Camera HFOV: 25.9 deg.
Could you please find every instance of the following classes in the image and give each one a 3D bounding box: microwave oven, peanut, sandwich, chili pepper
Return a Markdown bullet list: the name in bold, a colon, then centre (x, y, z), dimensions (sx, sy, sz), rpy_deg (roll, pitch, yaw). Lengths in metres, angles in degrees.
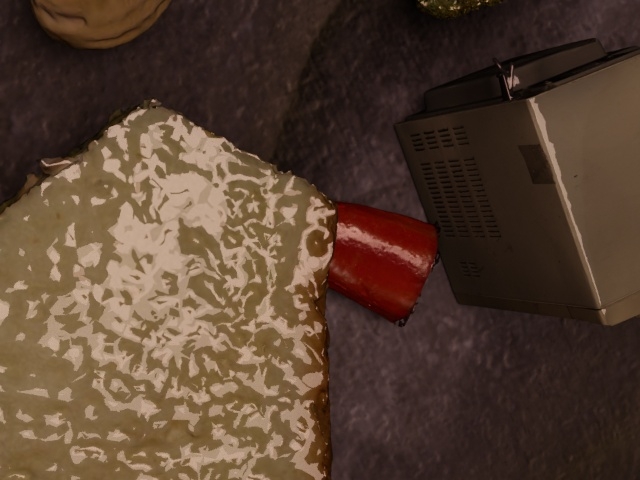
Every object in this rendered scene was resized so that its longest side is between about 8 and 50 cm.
- **microwave oven**: centre (0.178, -0.049, 1.019), dimensions (0.145, 0.240, 0.194), rpy_deg (-19, 96, -16)
- **peanut**: centre (-0.113, -0.242, 0.991), dimensions (0.123, 0.123, 0.257), rpy_deg (46, 72, -13)
- **sandwich**: centre (-0.120, 0.067, 0.963), dimensions (0.262, 0.131, 0.325), rpy_deg (-1, 92, -6)
- **chili pepper**: centre (-0.002, 0.003, 1.061), dimensions (0.169, 0.065, 0.088), rpy_deg (19, 107, -11)

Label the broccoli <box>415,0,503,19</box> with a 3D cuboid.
- **broccoli**: centre (0.107, -0.238, 1.059), dimensions (0.131, 0.120, 0.130), rpy_deg (-25, 77, 15)
